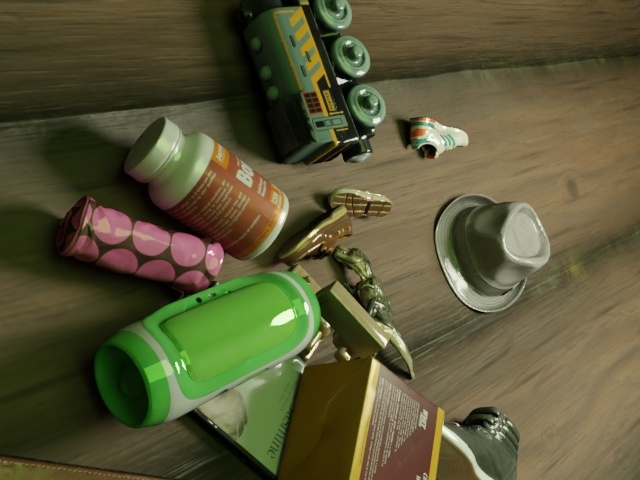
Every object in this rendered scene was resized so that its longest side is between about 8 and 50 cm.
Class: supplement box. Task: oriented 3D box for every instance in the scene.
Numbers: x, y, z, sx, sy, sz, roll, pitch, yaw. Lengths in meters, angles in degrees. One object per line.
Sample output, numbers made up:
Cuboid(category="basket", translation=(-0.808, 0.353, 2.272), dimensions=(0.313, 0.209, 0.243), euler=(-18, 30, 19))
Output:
Cuboid(category="supplement box", translation=(0.064, 0.301, 1.169), dimensions=(0.194, 0.129, 0.191), euler=(40, 51, -36))

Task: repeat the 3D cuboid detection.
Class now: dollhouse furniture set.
Cuboid(category="dollhouse furniture set", translation=(0.024, 0.095, 1.208), dimensions=(0.144, 0.151, 0.123), euler=(47, 45, -9))

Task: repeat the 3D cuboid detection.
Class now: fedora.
Cuboid(category="fedora", translation=(0.363, 0.009, 1.611), dimensions=(0.275, 0.124, 0.243), euler=(-13, 82, -47))

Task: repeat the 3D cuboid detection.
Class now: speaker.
Cuboid(category="speaker", translation=(-0.135, 0.130, 1.038), dimensions=(0.297, 0.131, 0.131), euler=(-21, 88, -46))

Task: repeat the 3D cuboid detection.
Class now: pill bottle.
Cuboid(category="pill bottle", translation=(-0.159, -0.073, 1.134), dimensions=(0.216, 0.121, 0.121), euler=(36, 51, -29))

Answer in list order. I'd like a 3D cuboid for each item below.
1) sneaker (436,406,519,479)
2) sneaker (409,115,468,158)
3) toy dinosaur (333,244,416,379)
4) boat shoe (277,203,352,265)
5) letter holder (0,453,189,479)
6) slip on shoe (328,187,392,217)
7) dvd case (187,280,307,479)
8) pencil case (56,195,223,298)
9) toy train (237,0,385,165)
Cuboid(category="sneaker", translation=(0.242, 0.332, 1.378), dimensions=(0.296, 0.105, 0.146), euler=(43, 46, -31))
Cuboid(category="sneaker", translation=(0.235, -0.196, 1.633), dimensions=(0.161, 0.057, 0.075), euler=(13, 81, -42))
Cuboid(category="toy dinosaur", translation=(0.087, 0.133, 1.337), dimensions=(0.118, 0.064, 0.268), euler=(-35, 102, -53))
Cuboid(category="boat shoe", translation=(0.000, 0.000, 1.301), dimensions=(0.178, 0.064, 0.060), euler=(-38, 100, -49))
Cuboid(category="letter holder", translation=(-0.251, 0.353, 0.844), dimensions=(0.302, 0.152, 0.214), euler=(22, 61, -37))
Cuboid(category="slip on shoe", translation=(0.064, -0.070, 1.415), dimensions=(0.135, 0.051, 0.041), euler=(2, 31, -36))
Cuboid(category="dvd case", translation=(-0.105, 0.202, 1.143), dimensions=(0.253, 0.022, 0.180), euler=(46, 47, -21))
Cuboid(category="pencil case", translation=(-0.235, 0.009, 1.051), dimensions=(0.209, 0.098, 0.095), euler=(23, 102, -37))
Cuboid(category="toy train", translation=(-0.019, -0.281, 1.358), dimensions=(0.190, 0.142, 0.333), euler=(-15, 84, -37))
